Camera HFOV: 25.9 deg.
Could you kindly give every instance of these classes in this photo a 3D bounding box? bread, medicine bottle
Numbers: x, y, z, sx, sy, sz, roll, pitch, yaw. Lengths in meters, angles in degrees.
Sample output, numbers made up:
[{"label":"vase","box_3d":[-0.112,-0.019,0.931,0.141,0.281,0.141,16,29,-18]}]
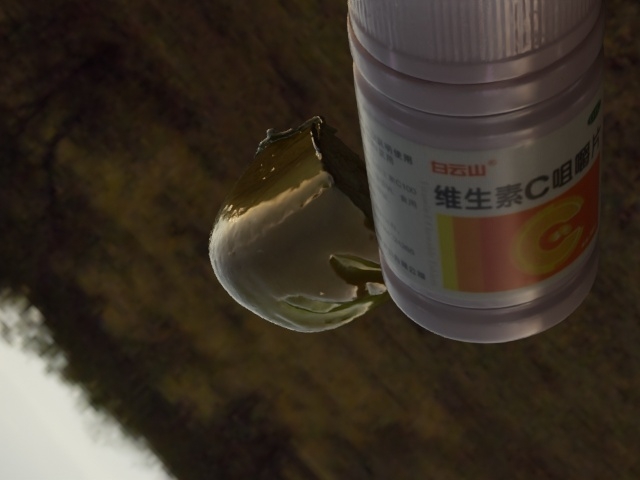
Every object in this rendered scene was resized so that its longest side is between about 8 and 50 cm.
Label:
[{"label":"bread","box_3d":[-0.006,0.001,1.137,0.158,0.156,0.260,44,-167,-15]},{"label":"medicine bottle","box_3d":[0.086,-0.070,0.742,0.133,0.133,0.249,40,152,37]}]
